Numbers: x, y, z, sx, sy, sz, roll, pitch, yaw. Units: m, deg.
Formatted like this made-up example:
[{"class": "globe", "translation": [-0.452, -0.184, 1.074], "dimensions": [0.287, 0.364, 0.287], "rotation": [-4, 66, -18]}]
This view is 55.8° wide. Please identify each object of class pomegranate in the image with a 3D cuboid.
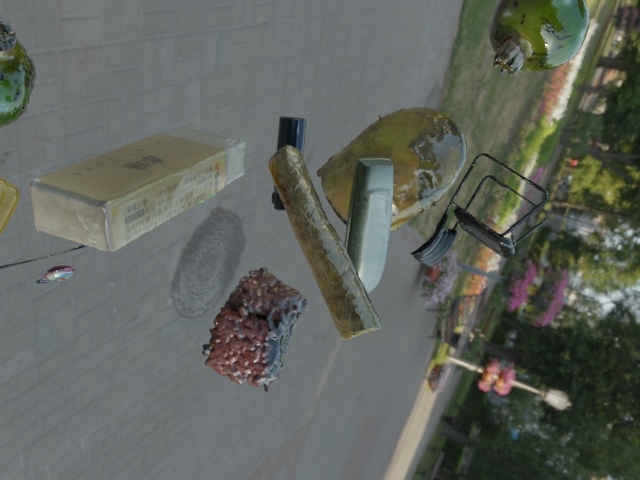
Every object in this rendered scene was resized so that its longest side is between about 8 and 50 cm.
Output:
[{"class": "pomegranate", "translation": [0.381, -0.377, 1.099], "dimensions": [0.209, 0.180, 0.180], "rotation": [-52, 157, -15]}, {"class": "pomegranate", "translation": [-0.739, -0.370, 1.296], "dimensions": [0.270, 0.254, 0.254], "rotation": [-32, -174, 37]}]

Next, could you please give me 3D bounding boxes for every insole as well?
[{"class": "insole", "translation": [-0.645, 0.050, 1.276], "dimensions": [0.348, 0.119, 0.009], "rotation": [-21, 97, -52]}]

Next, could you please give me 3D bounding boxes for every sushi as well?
[{"class": "sushi", "translation": [-0.138, 0.206, 1.426], "dimensions": [0.270, 0.171, 0.236], "rotation": [-69, 166, 16]}]

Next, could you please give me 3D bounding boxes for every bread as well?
[{"class": "bread", "translation": [-0.837, -0.078, 1.552], "dimensions": [0.085, 0.134, 0.173], "rotation": [27, 74, -28]}]

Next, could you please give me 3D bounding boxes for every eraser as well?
[{"class": "eraser", "translation": [-0.261, -0.095, 0.937], "dimensions": [0.343, 0.144, 0.078], "rotation": [-43, 143, -55]}]

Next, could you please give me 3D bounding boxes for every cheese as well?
[{"class": "cheese", "translation": [-0.807, 0.105, 1.840], "dimensions": [0.095, 0.145, 0.038], "rotation": [0, 72, -58]}]

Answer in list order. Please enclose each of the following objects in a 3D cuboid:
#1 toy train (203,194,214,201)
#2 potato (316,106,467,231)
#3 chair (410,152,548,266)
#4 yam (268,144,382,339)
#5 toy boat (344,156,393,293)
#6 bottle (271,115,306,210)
[{"class": "toy train", "translation": [-0.390, -0.203, 1.800], "dimensions": [0.119, 0.085, 0.251], "rotation": [-23, 145, -8]}, {"class": "potato", "translation": [0.166, -0.152, 1.217], "dimensions": [0.266, 0.229, 0.229], "rotation": [-44, 175, 30]}, {"class": "chair", "translation": [0.284, -0.018, 1.088], "dimensions": [0.221, 0.145, 0.140], "rotation": [-51, 156, 2]}, {"class": "yam", "translation": [0.000, 0.000, 0.868], "dimensions": [0.066, 0.299, 0.066], "rotation": [-23, 167, -6]}, {"class": "toy boat", "translation": [0.078, -0.017, 1.035], "dimensions": [0.085, 0.078, 0.260], "rotation": [-125, -145, -60]}, {"class": "bottle", "translation": [-0.084, -0.198, 1.576], "dimensions": [0.072, 0.082, 0.244], "rotation": [-17, 114, -61]}]
